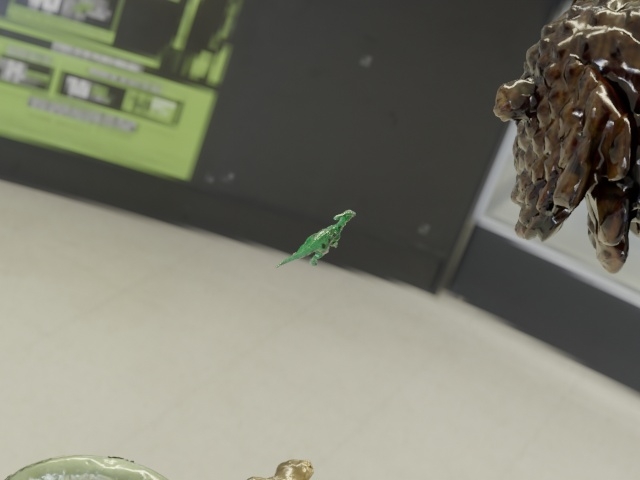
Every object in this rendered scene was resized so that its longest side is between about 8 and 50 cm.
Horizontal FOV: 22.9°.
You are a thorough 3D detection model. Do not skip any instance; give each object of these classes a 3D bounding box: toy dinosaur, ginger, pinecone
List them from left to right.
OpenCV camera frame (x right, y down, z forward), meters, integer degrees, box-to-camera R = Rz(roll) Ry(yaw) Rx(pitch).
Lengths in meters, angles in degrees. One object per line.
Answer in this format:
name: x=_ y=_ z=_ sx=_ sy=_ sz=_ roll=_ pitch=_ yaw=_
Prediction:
ginger: x=-0.130 y=0.369 z=2.220 sx=0.259 sy=0.065 sz=0.149 roll=-29 pitch=16 yaw=-33
toy dinosaur: x=0.000 y=0.000 z=1.409 sx=0.021 sy=0.062 sz=0.083 roll=48 pitch=34 yaw=11
pinecone: x=0.294 y=-0.108 z=1.354 sx=0.296 sy=0.242 sz=0.298 roll=-15 pitch=31 yaw=4

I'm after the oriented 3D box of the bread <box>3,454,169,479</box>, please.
bread: x=-0.267 y=0.357 z=1.829 sx=0.267 sy=0.267 sz=0.040 roll=16 pitch=28 yaw=-10
